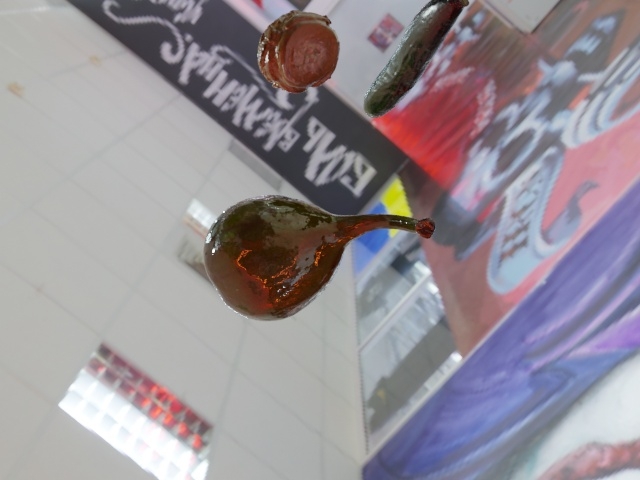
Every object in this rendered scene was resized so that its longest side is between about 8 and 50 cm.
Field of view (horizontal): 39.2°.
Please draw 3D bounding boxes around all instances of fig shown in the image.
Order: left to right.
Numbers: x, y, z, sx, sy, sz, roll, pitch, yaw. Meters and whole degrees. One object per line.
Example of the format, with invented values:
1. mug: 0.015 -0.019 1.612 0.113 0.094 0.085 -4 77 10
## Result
1. fig: 0.000 0.000 0.837 0.124 0.236 0.124 37 -136 -47

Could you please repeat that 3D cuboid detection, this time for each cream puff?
1. cream puff: -0.046 -0.350 1.665 0.165 0.150 0.115 0 -164 -37

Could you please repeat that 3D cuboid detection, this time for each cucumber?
1. cucumber: 0.076 -0.153 0.747 0.033 0.036 0.184 36 151 0
